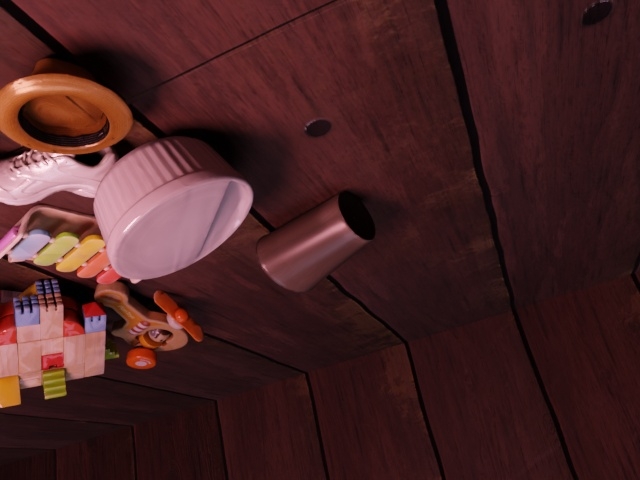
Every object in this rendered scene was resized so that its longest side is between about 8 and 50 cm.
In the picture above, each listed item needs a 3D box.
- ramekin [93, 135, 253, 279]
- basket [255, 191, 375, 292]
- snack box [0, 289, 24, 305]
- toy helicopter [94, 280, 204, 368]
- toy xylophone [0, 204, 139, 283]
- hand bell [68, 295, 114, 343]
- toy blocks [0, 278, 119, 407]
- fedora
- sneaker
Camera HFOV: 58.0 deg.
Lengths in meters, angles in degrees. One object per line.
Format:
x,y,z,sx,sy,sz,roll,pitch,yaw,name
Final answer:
-0.261,-0.062,1.004,0.272,0.127,0.273,-33,161,-12,ramekin
0.000,0.000,1.324,0.226,0.154,0.204,-35,145,31,basket
-0.732,0.164,1.426,0.141,0.037,0.100,13,145,-42,snack box
-0.468,0.209,1.552,0.234,0.140,0.355,-12,143,12,toy helicopter
-0.504,0.024,1.199,0.322,0.081,0.236,10,146,-40,toy xylophone
-0.641,0.226,1.554,0.126,0.126,0.242,-7,142,-13,hand bell
-0.663,0.214,1.358,0.381,0.191,0.261,-4,125,-31,toy blocks
-0.363,-0.195,0.819,0.194,0.079,0.194,-12,161,-4,fedora
-0.440,-0.128,0.932,0.232,0.090,0.115,-11,149,-27,sneaker
